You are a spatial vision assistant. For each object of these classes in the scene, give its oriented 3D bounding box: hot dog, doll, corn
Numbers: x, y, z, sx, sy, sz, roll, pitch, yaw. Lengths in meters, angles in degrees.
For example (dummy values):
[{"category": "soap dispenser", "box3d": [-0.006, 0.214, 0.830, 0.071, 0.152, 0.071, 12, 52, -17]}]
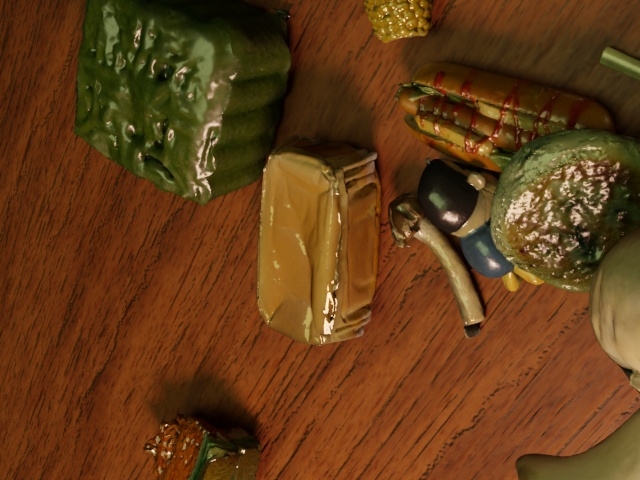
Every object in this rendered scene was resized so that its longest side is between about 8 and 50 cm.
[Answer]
[{"category": "hot dog", "box3d": [0.182, -0.123, 0.986, 0.250, 0.076, 0.104, 22, 117, 28]}, {"category": "doll", "box3d": [0.175, -0.024, 1.018, 0.179, 0.089, 0.102, 46, 156, -8]}, {"category": "corn", "box3d": [0.070, -0.344, 0.994, 0.091, 0.091, 0.260, -11, 104, 4]}]

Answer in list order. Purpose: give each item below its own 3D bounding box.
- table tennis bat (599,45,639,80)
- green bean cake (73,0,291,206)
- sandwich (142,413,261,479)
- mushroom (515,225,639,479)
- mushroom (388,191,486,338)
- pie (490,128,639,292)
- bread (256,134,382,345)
[{"category": "table tennis bat", "box3d": [0.341, -0.148, 0.896, 0.156, 0.013, 0.087, 33, 122, 25]}, {"category": "green bean cake", "box3d": [-0.181, -0.199, 1.186, 0.250, 0.156, 0.247, 32, 122, 25]}, {"category": "sandwich", "box3d": [-0.170, 0.314, 1.375, 0.160, 0.109, 0.185, 57, 133, 35]}, {"category": "mushroom", "box3d": [0.351, 0.116, 0.803, 0.356, 0.315, 0.315, -25, 88, 48]}, {"category": "mushroom", "box3d": [0.138, 0.029, 1.079, 0.060, 0.061, 0.187, -33, 87, 33]}, {"category": "pie", "box3d": [0.260, -0.025, 0.927, 0.187, 0.041, 0.187, 4, 124, 5]}, {"category": "bread", "box3d": [0.000, 0.000, 1.140, 0.136, 0.107, 0.241, 17, 113, 35]}]
